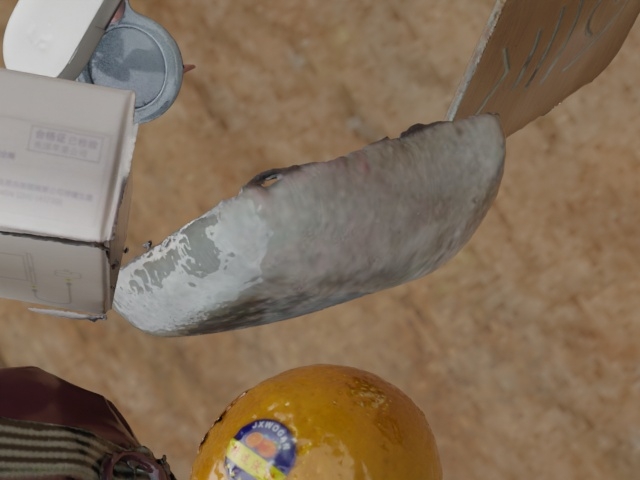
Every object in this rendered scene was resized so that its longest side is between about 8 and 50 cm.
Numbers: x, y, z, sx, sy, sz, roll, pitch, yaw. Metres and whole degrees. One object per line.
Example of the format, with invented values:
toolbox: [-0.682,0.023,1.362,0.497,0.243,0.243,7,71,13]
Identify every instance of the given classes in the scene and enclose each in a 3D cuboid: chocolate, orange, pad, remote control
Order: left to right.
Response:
remote control: [-0.147,-0.212,1.384,0.077,0.022,0.245,41,105,37]
orange: [-0.002,0.209,1.684,0.193,0.219,0.219,31,139,24]
chocolate: [0.000,0.000,1.442,0.185,0.303,0.100,-28,80,49]
pad: [0.219,-0.190,1.804,0.018,0.284,0.286,46,146,17]

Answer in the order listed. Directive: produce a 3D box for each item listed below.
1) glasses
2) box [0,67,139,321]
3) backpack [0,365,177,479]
glasses: [-0.189,-0.233,1.941,0.268,0.118,0.234,-92,-6,-83]
box: [-0.237,-0.037,1.196,0.203,0.252,0.106,112,167,-77]
backpack: [-0.217,0.193,1.188,0.197,0.317,0.283,-57,49,43]
